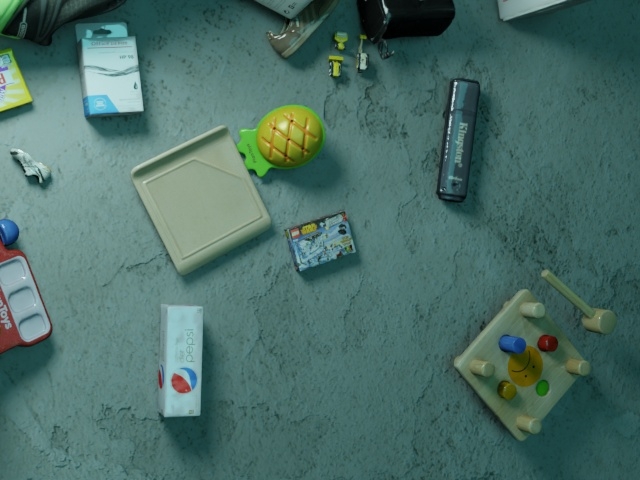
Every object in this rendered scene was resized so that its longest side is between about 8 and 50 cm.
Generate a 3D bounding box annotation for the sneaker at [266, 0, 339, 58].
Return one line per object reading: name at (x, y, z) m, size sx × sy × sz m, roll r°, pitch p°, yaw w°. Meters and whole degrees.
sneaker at (-0.033, -0.462, 1.886) m, size 0.071 × 0.066 × 0.188 m, roll 43°, pitch 74°, yaw -13°

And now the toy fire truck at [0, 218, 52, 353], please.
toy fire truck at (-0.628, 0.075, 1.609) m, size 0.254 × 0.169 × 0.302 m, roll -27°, pitch 103°, yaw -45°

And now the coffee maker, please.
coffee maker at (0.187, -0.475, 1.953) m, size 0.178 × 0.120 × 0.171 m, roll -10°, pitch 97°, yaw -24°

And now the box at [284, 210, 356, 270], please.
box at (0.000, 0.000, 1.930) m, size 0.137 × 0.027 × 0.093 m, roll -18°, pitch 99°, yaw -22°

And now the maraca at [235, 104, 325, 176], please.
maraca at (-0.081, -0.202, 1.858) m, size 0.186 × 0.099 × 0.127 m, roll -23°, pitch 98°, yaw 5°

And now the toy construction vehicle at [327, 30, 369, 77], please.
toy construction vehicle at (0.058, -0.392, 1.947) m, size 0.086 × 0.035 × 0.098 m, roll 1°, pitch 88°, yaw -12°

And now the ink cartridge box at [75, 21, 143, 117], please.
ink cartridge box at (-0.401, -0.328, 1.733) m, size 0.104 × 0.060 × 0.180 m, roll -8°, pitch 94°, yaw -22°

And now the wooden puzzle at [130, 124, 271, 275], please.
wooden puzzle at (-0.236, -0.081, 1.823) m, size 0.221 × 0.044 × 0.238 m, roll -29°, pitch 107°, yaw -20°

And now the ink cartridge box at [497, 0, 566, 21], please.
ink cartridge box at (0.501, -0.700, 1.995) m, size 0.161 × 0.279 × 0.384 m, roll -12°, pitch 96°, yaw -23°

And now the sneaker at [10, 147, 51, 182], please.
sneaker at (-0.541, -0.137, 1.693) m, size 0.083 × 0.032 × 0.037 m, roll 35°, pitch 78°, yaw -19°

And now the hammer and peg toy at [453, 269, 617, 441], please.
hammer and peg toy at (0.489, 0.242, 2.092) m, size 0.361 × 0.127 × 0.266 m, roll -46°, pitch 105°, yaw -16°

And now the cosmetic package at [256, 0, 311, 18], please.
cosmetic package at (-0.160, -0.610, 1.763) m, size 0.366 × 0.155 × 0.196 m, roll 22°, pitch 67°, yaw -24°

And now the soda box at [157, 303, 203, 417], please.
soda box at (-0.276, 0.234, 1.795) m, size 0.074 × 0.069 × 0.216 m, roll 2°, pitch 90°, yaw -23°

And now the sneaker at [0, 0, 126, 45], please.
sneaker at (-0.394, -0.522, 1.598) m, size 0.483 × 0.185 × 0.202 m, roll -33°, pitch 150°, yaw 18°

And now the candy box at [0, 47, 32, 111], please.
candy box at (-0.638, -0.267, 1.652) m, size 0.206 × 0.027 × 0.105 m, roll -24°, pitch 104°, yaw -21°

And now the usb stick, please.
usb stick at (0.309, -0.225, 2.048) m, size 0.077 × 0.045 × 0.277 m, roll 9°, pitch 88°, yaw -24°
